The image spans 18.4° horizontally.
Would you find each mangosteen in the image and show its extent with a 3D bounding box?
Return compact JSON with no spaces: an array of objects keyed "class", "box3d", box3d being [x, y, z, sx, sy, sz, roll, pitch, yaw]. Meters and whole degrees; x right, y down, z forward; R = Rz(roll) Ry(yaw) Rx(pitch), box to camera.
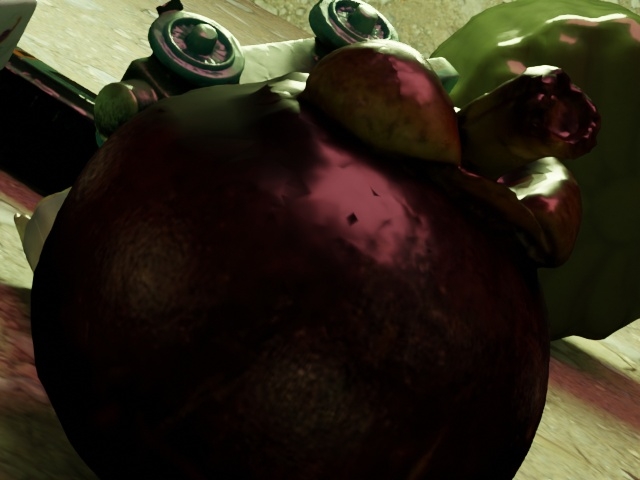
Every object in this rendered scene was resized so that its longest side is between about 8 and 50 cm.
[{"class":"mangosteen","box3d":[-0.010,0.029,1.057,0.297,0.293,0.297,6,20,-2]}]

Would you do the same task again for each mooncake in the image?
[{"class":"mooncake","box3d":[0.259,-0.075,2.073,0.356,0.356,0.194,27,12,-15]}]

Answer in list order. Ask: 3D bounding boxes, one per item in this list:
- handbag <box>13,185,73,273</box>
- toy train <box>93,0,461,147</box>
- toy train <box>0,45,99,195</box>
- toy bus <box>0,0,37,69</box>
[{"class":"handbag","box3d":[-0.130,0.024,1.295,0.117,0.095,0.173,27,13,-30]},{"class":"toy train","box3d":[-0.011,-0.068,1.350,0.298,0.120,0.194,-14,54,-47]},{"class":"toy train","box3d":[-0.260,-0.117,1.620,0.409,0.086,0.089,31,9,11]},{"class":"toy bus","box3d":[-0.365,-0.182,1.432,0.329,0.109,0.136,-10,54,-49]}]
